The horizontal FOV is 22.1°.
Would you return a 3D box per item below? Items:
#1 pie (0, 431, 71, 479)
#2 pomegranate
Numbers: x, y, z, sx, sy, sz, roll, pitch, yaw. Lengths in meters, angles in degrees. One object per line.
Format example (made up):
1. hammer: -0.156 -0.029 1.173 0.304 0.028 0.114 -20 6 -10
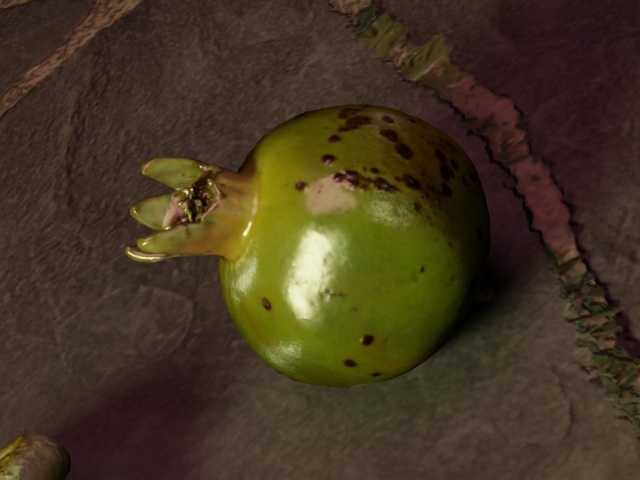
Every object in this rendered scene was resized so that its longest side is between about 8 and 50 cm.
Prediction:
1. pie: -0.260 0.216 1.113 0.240 0.054 0.240 -42 7 7
2. pomegranate: -0.002 0.011 1.098 0.246 0.198 0.198 -17 27 -30
